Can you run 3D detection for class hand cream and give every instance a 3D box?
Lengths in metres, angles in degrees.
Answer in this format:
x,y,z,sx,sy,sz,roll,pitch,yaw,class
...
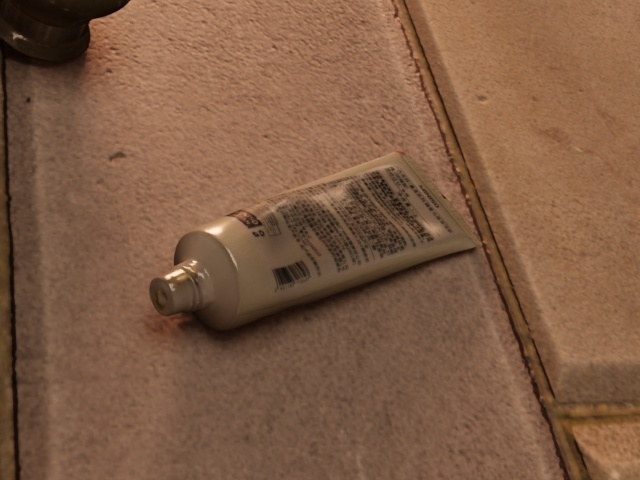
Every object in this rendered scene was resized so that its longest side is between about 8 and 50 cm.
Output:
x,y,z,sx,sy,sz,roll,pitch,yaw,class
0.000,0.000,0.791,0.340,0.078,0.124,-19,63,-44,hand cream

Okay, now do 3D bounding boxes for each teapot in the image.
x,y,z,sx,sy,sz,roll,pitch,yaw,class
-0.223,-0.237,0.824,0.130,0.119,0.166,33,39,-5,teapot
